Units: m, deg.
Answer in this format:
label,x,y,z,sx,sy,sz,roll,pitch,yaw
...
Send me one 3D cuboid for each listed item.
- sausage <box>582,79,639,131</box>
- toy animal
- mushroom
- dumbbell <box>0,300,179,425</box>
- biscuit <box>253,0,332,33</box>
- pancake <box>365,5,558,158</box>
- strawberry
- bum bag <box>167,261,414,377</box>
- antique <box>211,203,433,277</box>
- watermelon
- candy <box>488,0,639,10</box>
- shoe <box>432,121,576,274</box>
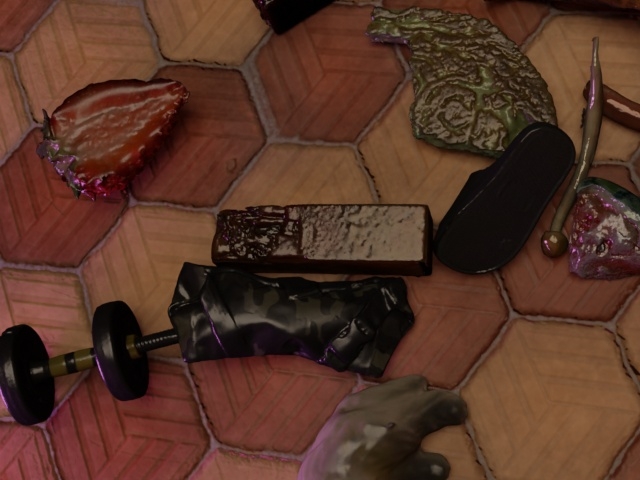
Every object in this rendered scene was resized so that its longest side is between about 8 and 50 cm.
label,x,y,z,sx,sy,sz,roll,pitch,yaw
sausage,0.448,-0.175,1.457,0.177,0.040,0.047,26,83,17
toy animal,0.075,0.319,1.339,0.308,0.188,0.266,-40,64,3
mushroom,0.357,-0.124,1.444,0.043,0.068,0.306,14,88,12
dumbbell,-0.347,0.171,1.469,0.326,0.143,0.143,-14,74,7
biscuit,0.067,-0.452,1.563,0.388,0.107,0.073,-34,73,1
pancake,0.207,-0.211,1.509,0.197,0.054,0.376,-40,71,-2
strawberry,-0.307,-0.170,1.573,0.228,0.098,0.174,-44,73,-5
bum bag,-0.041,0.110,1.445,0.341,0.095,0.144,4,76,-2
antique,0.000,0.000,1.472,0.310,0.093,0.087,1,76,12
watermelon,0.397,0.005,1.404,0.139,0.071,0.187,-44,80,8
candy,0.370,-0.389,1.471,0.271,0.101,0.143,13,75,29
shoe,0.252,-0.061,1.439,0.108,0.093,0.241,32,108,-12
